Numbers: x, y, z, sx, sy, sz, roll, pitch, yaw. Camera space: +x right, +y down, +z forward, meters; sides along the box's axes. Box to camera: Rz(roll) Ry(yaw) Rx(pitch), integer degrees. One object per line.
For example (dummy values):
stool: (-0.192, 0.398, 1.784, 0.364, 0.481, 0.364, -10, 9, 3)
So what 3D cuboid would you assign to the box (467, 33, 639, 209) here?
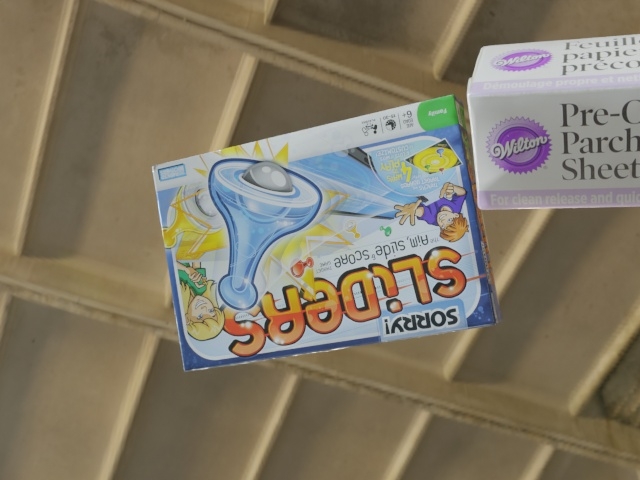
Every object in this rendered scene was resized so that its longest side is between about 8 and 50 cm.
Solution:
box: (0.229, -0.057, 0.381, 0.323, 0.063, 0.067, 0, -57, 18)

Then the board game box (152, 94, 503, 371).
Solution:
board game box: (0.000, 0.000, 0.547, 0.201, 0.035, 0.136, -12, -94, 19)
